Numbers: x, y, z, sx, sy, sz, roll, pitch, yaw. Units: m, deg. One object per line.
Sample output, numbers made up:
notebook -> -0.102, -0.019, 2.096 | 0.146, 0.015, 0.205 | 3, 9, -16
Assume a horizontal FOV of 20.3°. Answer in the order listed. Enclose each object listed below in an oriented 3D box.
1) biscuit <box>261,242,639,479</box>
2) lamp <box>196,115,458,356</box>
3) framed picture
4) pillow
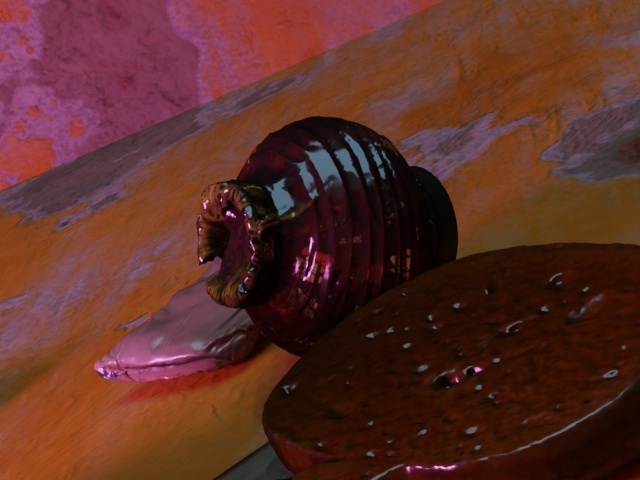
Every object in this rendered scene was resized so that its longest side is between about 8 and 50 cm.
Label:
biscuit -> 0.121, 0.120, 1.398 | 0.350, 0.070, 0.394 | -38, 23, -26
lamp -> 0.000, 0.000, 1.683 | 0.247, 0.247, 0.247 | -23, 16, 7
framed picture -> -0.012, 0.183, 1.514 | 0.201, 0.010, 0.136 | -32, 18, -23
pillow -> -0.100, 0.068, 1.901 | 0.173, 0.067, 0.270 | -6, 25, 36
